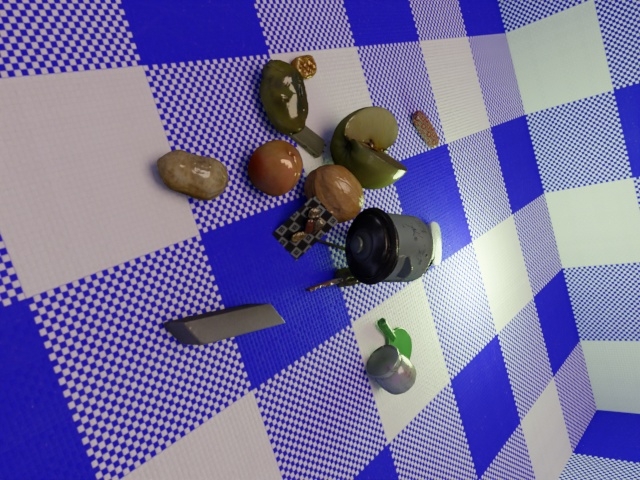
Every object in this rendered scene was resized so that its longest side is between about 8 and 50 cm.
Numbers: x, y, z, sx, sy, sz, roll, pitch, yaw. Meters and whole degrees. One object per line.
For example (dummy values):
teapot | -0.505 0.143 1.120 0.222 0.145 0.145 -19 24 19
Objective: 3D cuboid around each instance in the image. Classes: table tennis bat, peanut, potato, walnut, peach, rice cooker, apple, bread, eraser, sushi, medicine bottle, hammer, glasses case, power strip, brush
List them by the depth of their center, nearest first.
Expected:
peanut | -0.353 -0.183 1.556 0.225 0.129 0.129 10 77 -42
eraser | -0.266 0.237 1.587 0.353 0.112 0.077 -7 90 -46
peach | -0.139 -0.232 1.751 0.184 0.184 0.184 9 77 -45
potato | -0.115 -0.472 1.835 0.169 0.144 0.248 -15 95 -36
sushi | -0.047 -0.034 1.836 0.201 0.031 0.139 -43 118 0
walnut | 0.049 -0.161 1.914 0.225 0.193 0.193 52 50 -40
rice cooker | 0.231 0.026 1.935 0.317 0.316 0.264 -4 130 -46
brush | 0.059 0.140 1.960 0.301 0.084 0.071 -11 93 -44
hammer | 0.000 0.000 1.964 0.292 0.029 0.058 18 73 -45
power strip | -0.044 -0.359 1.972 0.169 0.028 0.076 34 60 -35
bread | -0.059 -0.620 1.990 0.111 0.044 0.083 -31 109 -42
apple | 0.163 -0.325 2.028 0.258 0.233 0.294 0 68 -40
medicine bottle | 0.264 0.480 2.065 0.143 0.147 0.147 49 52 -27
table tennis bat | 0.292 0.397 2.191 0.257 0.039 0.160 55 50 -31
glasses case | 0.500 0.014 2.453 0.076 0.049 0.197 10 77 -44
glasses case | 0.473 -0.503 2.511 0.194 0.049 0.073 50 50 -28
